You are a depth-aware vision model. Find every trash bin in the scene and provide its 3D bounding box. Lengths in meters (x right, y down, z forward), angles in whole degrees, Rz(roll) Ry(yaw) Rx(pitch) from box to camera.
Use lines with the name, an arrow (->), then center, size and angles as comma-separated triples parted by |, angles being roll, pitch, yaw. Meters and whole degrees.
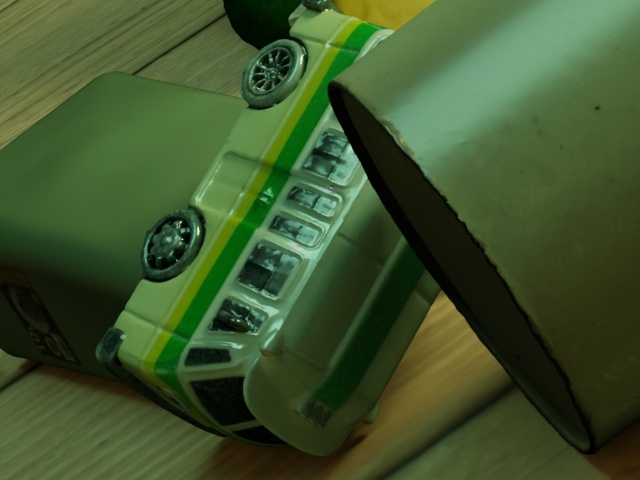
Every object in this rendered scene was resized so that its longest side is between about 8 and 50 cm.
trash bin -> 0.246, -0.106, 1.020 | 0.432, 0.280, 0.280 | -35, 22, -3
trash bin -> -0.123, -0.007, 1.429 | 0.223, 0.158, 0.343 | -40, 24, -22

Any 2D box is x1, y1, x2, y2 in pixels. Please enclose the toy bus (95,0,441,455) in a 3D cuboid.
toy bus -> 0.000, 0.000, 1.192 | 0.165, 0.133, 0.276 | 20, 77, 47

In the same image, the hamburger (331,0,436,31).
hamburger -> 0.136, -0.163, 1.386 | 0.246, 0.170, 0.246 | -19, 56, 31

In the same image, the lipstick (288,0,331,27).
lipstick -> 0.135, -0.215, 1.659 | 0.371, 0.080, 0.076 | -7, 31, 44

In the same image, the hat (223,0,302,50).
hat -> -0.033, -0.371, 1.979 | 0.285, 0.285, 0.400 | -27, 25, 9
